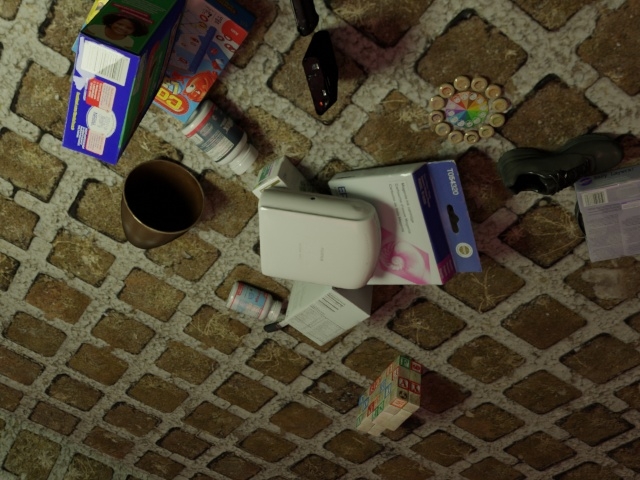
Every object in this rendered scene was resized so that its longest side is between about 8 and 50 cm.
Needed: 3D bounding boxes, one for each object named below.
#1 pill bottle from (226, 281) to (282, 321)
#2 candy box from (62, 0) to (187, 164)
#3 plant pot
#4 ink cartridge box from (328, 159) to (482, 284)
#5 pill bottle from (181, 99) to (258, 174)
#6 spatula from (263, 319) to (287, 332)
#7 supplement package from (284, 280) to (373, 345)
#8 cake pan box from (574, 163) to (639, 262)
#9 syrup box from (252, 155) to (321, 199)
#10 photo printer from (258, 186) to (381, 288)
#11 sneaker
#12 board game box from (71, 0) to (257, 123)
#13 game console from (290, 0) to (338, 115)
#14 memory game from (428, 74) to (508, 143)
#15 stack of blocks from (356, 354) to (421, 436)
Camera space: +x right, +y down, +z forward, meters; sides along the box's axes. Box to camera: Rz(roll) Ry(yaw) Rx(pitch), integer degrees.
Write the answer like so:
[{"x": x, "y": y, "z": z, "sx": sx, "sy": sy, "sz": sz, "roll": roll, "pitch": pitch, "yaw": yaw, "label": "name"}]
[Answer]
[{"x": -0.204, "y": 0.193, "z": 2.076, "sx": 0.160, "sy": 0.087, "sz": 0.087, "roll": 21, "pitch": 132, "yaw": -9, "label": "pill bottle"}, {"x": -0.385, "y": -0.354, "z": 1.342, "sx": 0.122, "sy": 0.317, "sz": 0.268, "roll": 21, "pitch": 133, "yaw": -10, "label": "candy box"}, {"x": -0.453, "y": -0.069, "z": 1.827, "sx": 0.215, "sy": 0.216, "sz": 0.230, "roll": 28, "pitch": 145, "yaw": -14, "label": "plant pot"}, {"x": 0.215, "y": -0.034, "z": 1.713, "sx": 0.329, "sy": 0.071, "sz": 0.324, "roll": -3, "pitch": 119, "yaw": 34, "label": "ink cartridge box"}, {"x": -0.245, "y": -0.251, "z": 1.668, "sx": 0.108, "sy": 0.108, "sz": 0.180, "roll": -31, "pitch": 120, "yaw": 32, "label": "pill bottle"}, {"x": -0.110, "y": 0.253, "z": 2.095, "sx": 0.084, "sy": 0.030, "sz": 0.296, "roll": 48, "pitch": 144, "yaw": -9, "label": "spatula"}, {"x": 0.029, "y": 0.154, "z": 1.923, "sx": 0.149, "sy": 0.194, "sz": 0.203, "roll": 37, "pitch": 129, "yaw": -22, "label": "supplement package"}, {"x": 0.776, "y": -0.070, "z": 1.668, "sx": 0.266, "sy": 0.070, "sz": 0.246, "roll": -13, "pitch": 126, "yaw": 21, "label": "cake pan box"}, {"x": -0.064, "y": -0.100, "z": 1.780, "sx": 0.096, "sy": 0.093, "sz": 0.237, "roll": -28, "pitch": 122, "yaw": 31, "label": "syrup box"}, {"x": 0.000, "y": 0.000, "z": 1.710, "sx": 0.307, "sy": 0.107, "sz": 0.256, "roll": 9, "pitch": 132, "yaw": 7, "label": "photo printer"}, {"x": 0.566, "y": -0.162, "z": 1.582, "sx": 0.286, "sy": 0.130, "sz": 0.109, "roll": -12, "pitch": 126, "yaw": 19, "label": "sneaker"}, {"x": -0.354, "y": -0.466, "z": 1.509, "sx": 0.308, "sy": 0.086, "sz": 0.302, "roll": 32, "pitch": 129, "yaw": -18, "label": "board game box"}, {"x": -0.024, "y": -0.452, "z": 1.388, "sx": 0.043, "sy": 0.213, "sz": 0.362, "roll": -10, "pitch": 119, "yaw": 12, "label": "game console"}, {"x": 0.345, "y": -0.304, "z": 1.574, "sx": 0.186, "sy": 0.012, "sz": 0.186, "roll": 6, "pitch": 133, "yaw": 6, "label": "memory game"}, {"x": 0.225, "y": 0.543, "z": 2.254, "sx": 0.087, "sy": 0.171, "sz": 0.297, "roll": 24, "pitch": 132, "yaw": -11, "label": "stack of blocks"}]
